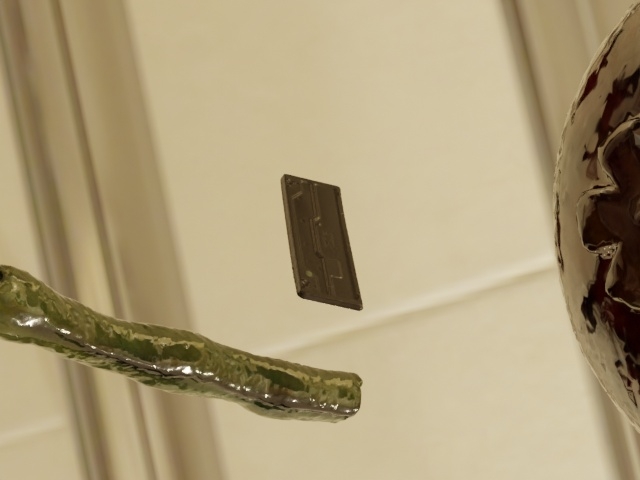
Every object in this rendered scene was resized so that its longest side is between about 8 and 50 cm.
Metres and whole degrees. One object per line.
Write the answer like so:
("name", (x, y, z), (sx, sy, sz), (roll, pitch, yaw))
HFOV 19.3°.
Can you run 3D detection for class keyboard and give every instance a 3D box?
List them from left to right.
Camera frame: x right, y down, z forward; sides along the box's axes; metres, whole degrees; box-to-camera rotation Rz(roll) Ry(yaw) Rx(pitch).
("keyboard", (0.000, 0.000, 1.418), (0.053, 0.155, 0.010), (13, 124, -15))

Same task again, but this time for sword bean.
("sword bean", (-0.076, 0.061, 0.993), (0.269, 0.038, 0.043), (21, 114, -45))

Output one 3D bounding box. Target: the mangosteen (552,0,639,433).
("mangosteen", (0.287, -0.009, 0.922), (0.360, 0.306, 0.306), (5, 164, -34))
